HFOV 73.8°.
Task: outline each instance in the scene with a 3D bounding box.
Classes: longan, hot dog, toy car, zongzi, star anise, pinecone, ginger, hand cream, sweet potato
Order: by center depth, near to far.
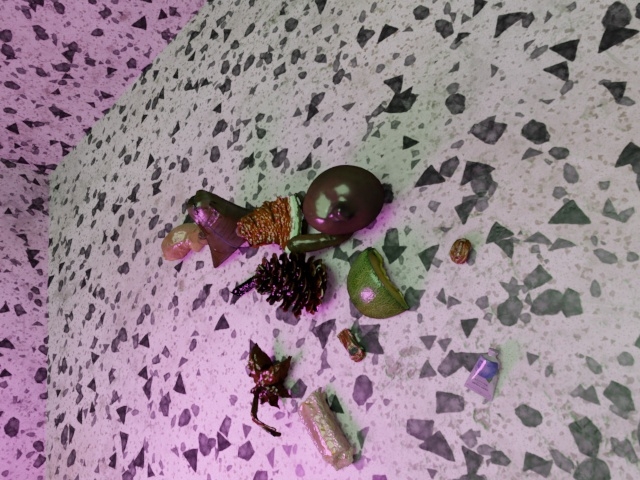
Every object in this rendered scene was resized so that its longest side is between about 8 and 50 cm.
[{"bbox_3d":[0.466,0.372,1.203,0.084,0.053,0.142,24,101,38],"label":"hand cream"},{"bbox_3d":[0.439,0.032,1.331,0.058,0.035,0.083,16,85,42],"label":"hot dog"},{"bbox_3d":[0.107,0.364,1.471,0.059,0.035,0.122,-43,53,13],"label":"toy car"},{"bbox_3d":[0.080,-0.138,1.501,0.300,0.243,0.300,-35,20,15],"label":"longan"},{"bbox_3d":[-0.115,0.151,1.547,0.246,0.292,0.246,-31,50,45],"label":"pinecone"},{"bbox_3d":[-0.187,0.545,1.559,0.237,0.148,0.346,-38,44,25],"label":"star anise"},{"bbox_3d":[0.000,0.000,1.608,0.273,0.075,0.075,-12,68,12],"label":"sweet potato"},{"bbox_3d":[-0.479,-0.032,1.847,0.360,0.323,0.160,-44,40,24],"label":"zongzi"},{"bbox_3d":[-0.680,0.007,2.094,0.267,0.138,0.152,-27,66,21],"label":"ginger"}]

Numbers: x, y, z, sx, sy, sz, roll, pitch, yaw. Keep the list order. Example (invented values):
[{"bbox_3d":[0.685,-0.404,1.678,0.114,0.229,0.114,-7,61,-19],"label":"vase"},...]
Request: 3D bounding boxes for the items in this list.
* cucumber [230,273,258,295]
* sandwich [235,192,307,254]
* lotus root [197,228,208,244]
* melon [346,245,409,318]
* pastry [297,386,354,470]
[{"bbox_3d":[-0.316,0.193,1.825,0.181,0.053,0.053,-30,60,28],"label":"cucumber"},{"bbox_3d":[-0.198,-0.055,1.745,0.301,0.162,0.251,-4,85,4],"label":"sandwich"},{"bbox_3d":[-0.526,-0.023,1.982,0.077,0.183,0.090,11,94,-5],"label":"lotus root"},{"bbox_3d":[0.154,0.157,1.446,0.169,0.129,0.265,-41,57,23],"label":"melon"},{"bbox_3d":[0.013,0.638,1.427,0.121,0.089,0.258,-53,49,26],"label":"pastry"}]
